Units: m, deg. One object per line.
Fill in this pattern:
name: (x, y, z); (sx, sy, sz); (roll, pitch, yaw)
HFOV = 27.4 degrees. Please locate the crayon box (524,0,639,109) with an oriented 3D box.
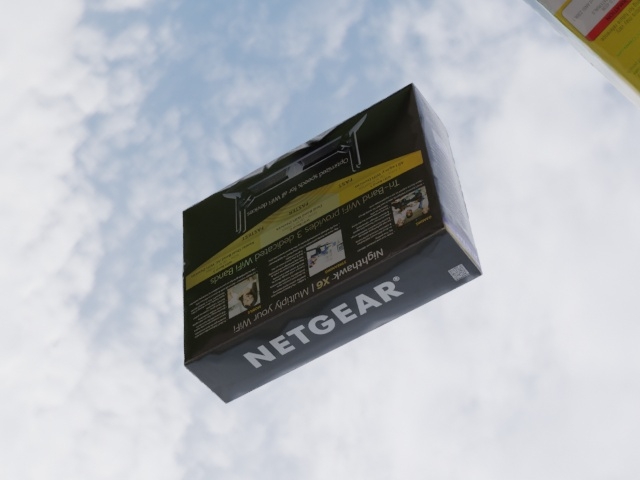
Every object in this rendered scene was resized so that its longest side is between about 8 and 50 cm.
crayon box: (0.342, -0.222, 1.223); (0.318, 0.081, 0.202); (44, -84, -2)

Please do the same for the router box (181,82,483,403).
router box: (0.000, 0.000, 1.370); (0.309, 0.081, 0.243); (-28, -142, 18)
